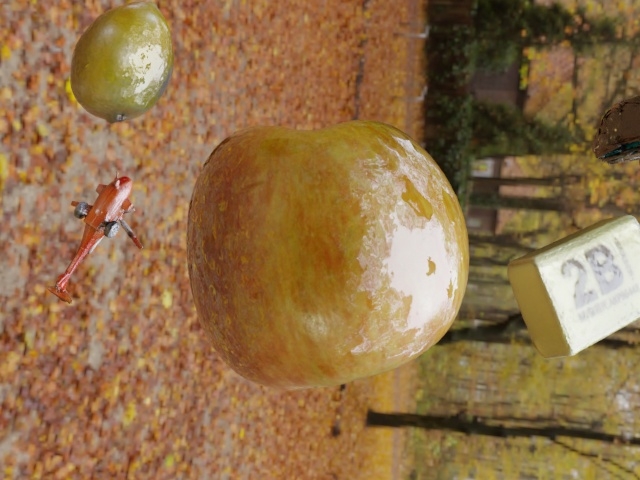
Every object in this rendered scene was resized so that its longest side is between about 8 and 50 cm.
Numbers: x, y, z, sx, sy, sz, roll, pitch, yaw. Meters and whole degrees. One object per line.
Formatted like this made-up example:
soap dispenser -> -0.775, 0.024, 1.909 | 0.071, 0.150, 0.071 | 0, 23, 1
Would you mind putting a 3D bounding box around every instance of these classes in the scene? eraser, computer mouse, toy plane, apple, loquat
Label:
eraser -> 0.304, 0.049, 0.964 | 0.058, 0.172, 0.117 | -27, -95, 62
computer mouse -> 0.420, -0.147, 1.046 | 0.241, 0.146, 0.078 | 163, -84, -72
toy plane -> -0.336, -0.011, 1.226 | 0.126, 0.194, 0.077 | 51, -3, 12
apple -> 0.000, 0.000, 0.776 | 0.264, 0.264, 0.264 | 5, 90, -81
loquat -> -0.288, -0.265, 1.255 | 0.152, 0.152, 0.195 | 54, 51, -76
